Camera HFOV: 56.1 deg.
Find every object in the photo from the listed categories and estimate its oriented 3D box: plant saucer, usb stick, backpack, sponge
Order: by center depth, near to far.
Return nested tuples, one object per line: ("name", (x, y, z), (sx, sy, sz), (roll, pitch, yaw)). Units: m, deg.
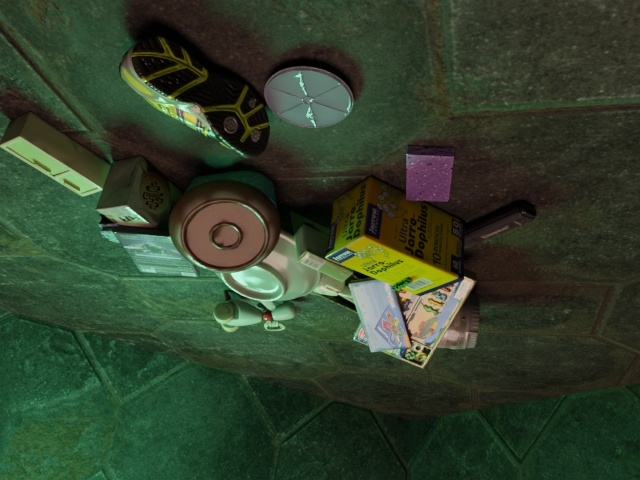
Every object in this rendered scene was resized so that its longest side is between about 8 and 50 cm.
("sponge", (0.282, -0.169, 1.562), (0.117, 0.031, 0.210), (3, 152, 9))
("plant saucer", (-0.263, -0.023, 1.668), (0.311, 0.050, 0.310), (-4, 123, -6))
("usb stick", (0.493, -0.039, 1.737), (0.077, 0.045, 0.278), (24, 148, -26))
("plant saucer", (-0.200, 0.093, 1.885), (0.401, 0.100, 0.400), (13, 145, 9))
("backpack", (-0.675, -0.039, 2.021), (0.105, 0.084, 0.114), (-2, 154, 24))

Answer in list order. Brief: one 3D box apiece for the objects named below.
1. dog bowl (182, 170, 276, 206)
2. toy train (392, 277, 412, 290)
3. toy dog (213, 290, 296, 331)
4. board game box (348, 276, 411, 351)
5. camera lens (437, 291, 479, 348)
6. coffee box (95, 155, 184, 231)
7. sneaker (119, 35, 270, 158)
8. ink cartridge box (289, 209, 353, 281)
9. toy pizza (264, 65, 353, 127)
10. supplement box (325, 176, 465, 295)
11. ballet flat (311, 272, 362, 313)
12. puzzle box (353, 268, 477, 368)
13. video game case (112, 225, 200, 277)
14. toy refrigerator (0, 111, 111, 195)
("dog bowl", (-0.264, -0.129, 1.745), (0.298, 0.074, 0.166), (-5, 150, 23))
("toy train", (0.237, 0.128, 1.737), (0.024, 0.017, 0.083), (10, 155, -25))
("toy dog", (-0.282, 0.270, 2.482), (0.334, 0.160, 0.220), (2, 153, -21))
("board game box", (0.201, 0.245, 1.999), (0.145, 0.027, 0.281), (-10, 114, 19))
("camera lens", (0.422, 0.277, 2.173), (0.275, 0.219, 0.219), (4, 152, 8))
("coffee box", (-0.499, -0.091, 1.781), (0.119, 0.168, 0.297), (-6, 149, 25))
("sneaker", (-0.271, -0.318, 1.355), (0.147, 0.145, 0.385), (9, 159, 49))
("ink cartridge box", (0.000, 0.000, 1.786), (0.171, 0.235, 0.056), (25, 125, -29))
("toy pizza", (-0.025, -0.325, 1.348), (0.202, 0.032, 0.201), (6, 153, 3))
("supplement box", (0.220, -0.002, 1.722), (0.357, 0.194, 0.195), (22, 150, -25))
("ballet flat", (0.070, 0.153, 2.079), (0.483, 0.164, 0.182), (32, 180, -41))
("puzzle box", (0.307, 0.224, 2.010), (0.272, 0.052, 0.408), (23, 120, 1))
("video game case", (-0.490, 0.038, 1.819), (0.196, 0.026, 0.274), (5, 152, 5))
("toy refrigerator", (-0.726, -0.229, 1.660), (0.102, 0.094, 0.269), (-11, 148, 32))
